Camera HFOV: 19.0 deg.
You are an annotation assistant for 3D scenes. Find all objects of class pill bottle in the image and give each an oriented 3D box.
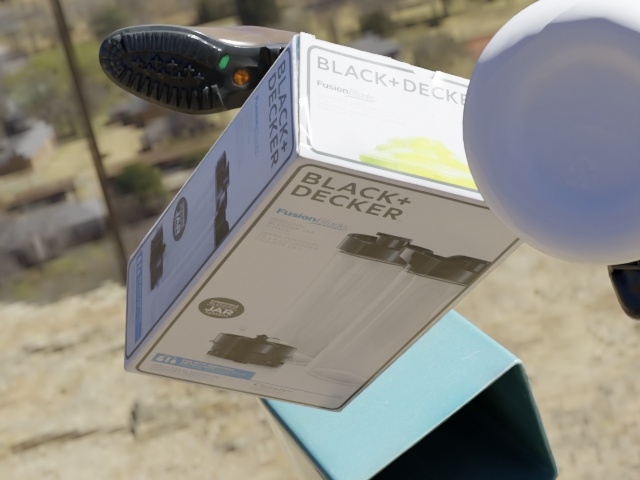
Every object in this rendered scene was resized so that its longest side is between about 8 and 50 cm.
[{"bbox_3d":[0.131,-0.053,0.767,0.103,0.103,0.184,-5,6,23],"label":"pill bottle"}]

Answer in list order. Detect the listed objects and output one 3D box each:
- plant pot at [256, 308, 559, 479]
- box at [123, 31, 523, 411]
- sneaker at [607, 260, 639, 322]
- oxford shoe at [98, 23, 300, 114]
[{"bbox_3d":[0.037,0.120,1.481,0.166,0.165,0.234,-36,50,-11],"label":"plant pot"},{"bbox_3d":[0.000,0.000,1.206,0.169,0.290,0.087,14,56,-22],"label":"box"},{"bbox_3d":[0.282,-0.027,1.871,0.121,0.216,0.079,1,-5,-42],"label":"sneaker"},{"bbox_3d":[-0.099,-0.169,1.830,0.227,0.082,0.096,6,20,-8],"label":"oxford shoe"}]
